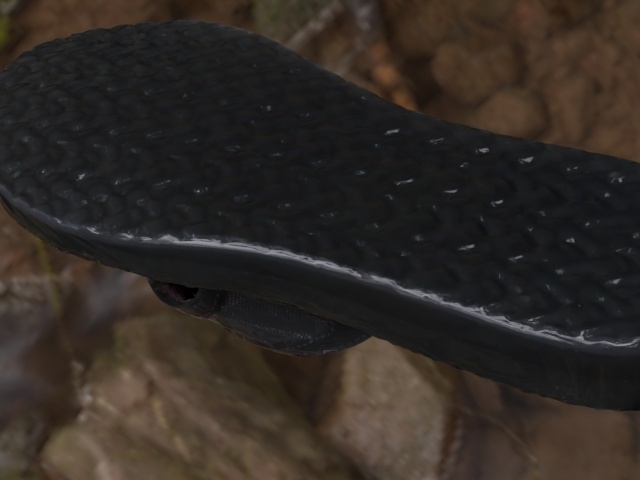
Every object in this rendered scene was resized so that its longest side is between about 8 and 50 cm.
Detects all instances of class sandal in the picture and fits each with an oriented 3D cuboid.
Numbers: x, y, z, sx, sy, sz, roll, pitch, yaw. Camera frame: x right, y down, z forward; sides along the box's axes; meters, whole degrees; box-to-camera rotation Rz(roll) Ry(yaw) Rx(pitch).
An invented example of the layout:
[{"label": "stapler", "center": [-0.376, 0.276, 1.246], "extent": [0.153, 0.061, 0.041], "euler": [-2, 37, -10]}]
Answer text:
[{"label": "sandal", "center": [0.000, 0.002, 0.969], "extent": [0.445, 0.107, 0.167], "euler": [21, 48, 33]}]
